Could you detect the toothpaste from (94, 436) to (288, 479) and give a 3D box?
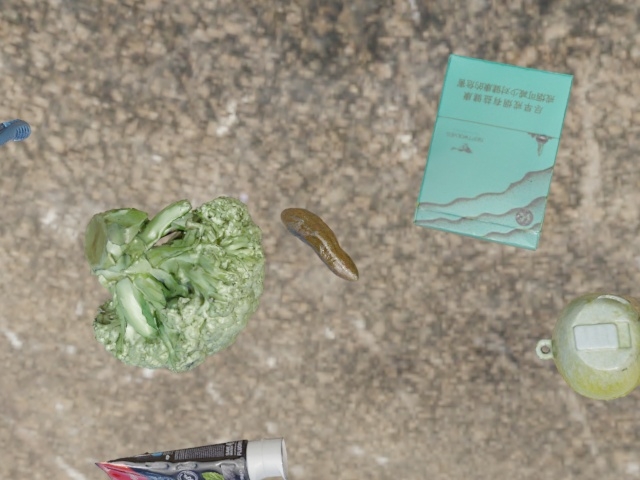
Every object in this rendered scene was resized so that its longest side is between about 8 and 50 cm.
[{"bbox_3d":[-0.131,0.237,1.073,0.194,0.045,0.071,-6,148,4],"label":"toothpaste"}]

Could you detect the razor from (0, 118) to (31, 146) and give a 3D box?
[{"bbox_3d":[-0.482,-0.153,1.507,0.082,0.253,0.042,-23,98,7],"label":"razor"}]

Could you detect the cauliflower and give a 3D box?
[{"bbox_3d":[-0.210,0.045,1.421,0.250,0.275,0.272,34,169,-26],"label":"cauliflower"}]

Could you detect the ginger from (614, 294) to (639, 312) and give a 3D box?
[{"bbox_3d":[0.437,0.135,1.343,0.051,0.173,0.069,-46,159,19],"label":"ginger"}]

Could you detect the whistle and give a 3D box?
[{"bbox_3d":[0.350,0.115,1.135,0.223,0.122,0.123,-5,144,10],"label":"whistle"}]

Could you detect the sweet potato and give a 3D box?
[{"bbox_3d":[0.000,0.000,1.685,0.054,0.182,0.053,-48,159,7],"label":"sweet potato"}]

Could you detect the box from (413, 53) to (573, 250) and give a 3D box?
[{"bbox_3d":[0.219,-0.113,1.313,0.161,0.226,0.042,12,177,11],"label":"box"}]
